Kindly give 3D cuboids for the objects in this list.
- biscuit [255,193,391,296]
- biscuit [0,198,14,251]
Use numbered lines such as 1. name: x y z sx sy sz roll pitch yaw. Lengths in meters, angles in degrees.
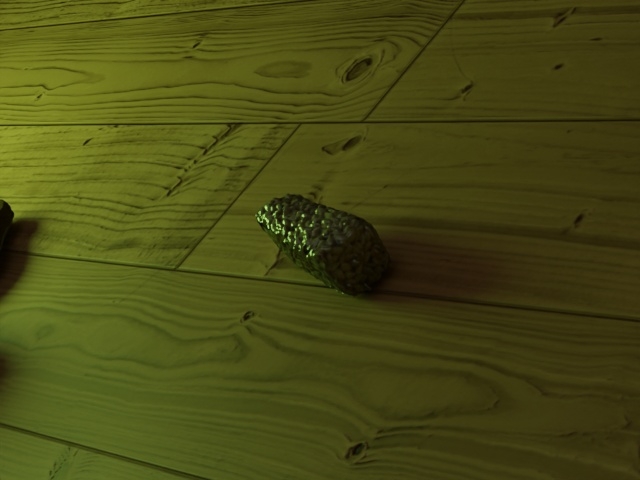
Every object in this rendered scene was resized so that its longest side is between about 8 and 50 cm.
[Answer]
1. biscuit: 0.000 0.000 1.695 0.070 0.082 0.168 -41 28 -14
2. biscuit: -0.485 0.032 2.211 0.181 0.049 0.208 -27 29 16
